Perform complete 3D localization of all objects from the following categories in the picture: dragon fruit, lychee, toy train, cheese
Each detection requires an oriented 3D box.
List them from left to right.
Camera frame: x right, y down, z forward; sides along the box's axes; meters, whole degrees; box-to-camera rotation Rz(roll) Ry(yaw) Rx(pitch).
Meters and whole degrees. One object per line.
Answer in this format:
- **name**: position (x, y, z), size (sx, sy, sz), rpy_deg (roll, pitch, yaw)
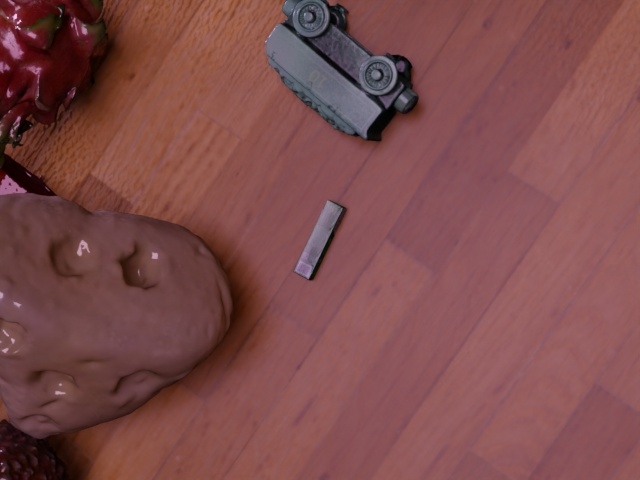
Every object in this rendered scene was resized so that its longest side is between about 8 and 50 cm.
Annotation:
- **lychee**: position (-0.329, 0.271, 1.052), size (0.197, 0.165, 0.165), rpy_deg (32, 94, 30)
- **dragon fruit**: position (-0.317, -0.179, 1.081), size (0.137, 0.135, 0.236), rpy_deg (34, 76, 7)
- **cheese**: position (-0.215, 0.058, 1.001), size (0.247, 0.251, 0.174), rpy_deg (-13, 47, 1)
- **toy train**: position (0.018, -0.174, 1.055), size (0.172, 0.070, 0.099), rpy_deg (42, 106, 12)

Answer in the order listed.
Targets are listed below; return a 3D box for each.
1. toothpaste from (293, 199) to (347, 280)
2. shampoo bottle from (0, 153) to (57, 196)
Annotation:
- **toothpaste**: position (0.000, 0.000, 1.071), size (0.020, 0.017, 0.083), rpy_deg (26, 92, 15)
- **shampoo bottle**: position (-0.410, 0.050, 1.128), size (0.118, 0.076, 0.314), rpy_deg (41, 96, -4)
